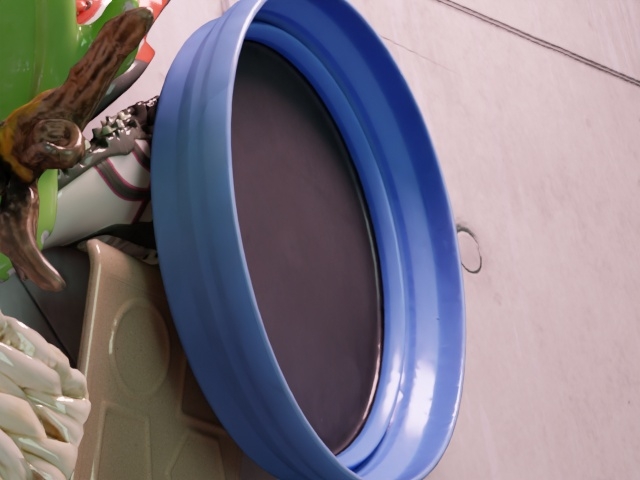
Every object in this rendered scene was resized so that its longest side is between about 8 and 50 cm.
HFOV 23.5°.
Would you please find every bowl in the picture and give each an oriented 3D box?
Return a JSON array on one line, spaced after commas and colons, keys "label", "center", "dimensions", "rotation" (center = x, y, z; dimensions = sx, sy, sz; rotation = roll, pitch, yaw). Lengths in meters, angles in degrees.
[{"label": "bowl", "center": [0.000, 0.000, 1.167], "dimensions": [0.391, 0.077, 0.391], "rotation": [36, 48, -54]}]

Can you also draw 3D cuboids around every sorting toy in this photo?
[{"label": "sorting toy", "center": [-0.112, 0.122, 1.052], "dimensions": [0.193, 0.038, 0.208], "rotation": [30, 56, -55]}]

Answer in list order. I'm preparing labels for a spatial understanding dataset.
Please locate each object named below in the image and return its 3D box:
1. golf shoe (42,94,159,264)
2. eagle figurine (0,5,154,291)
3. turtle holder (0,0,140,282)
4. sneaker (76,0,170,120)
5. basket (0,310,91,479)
[{"label": "golf shoe", "center": [-0.140, -0.027, 1.084], "dimensions": [0.273, 0.105, 0.120], "rotation": [-35, 106, -53]}, {"label": "eagle figurine", "center": [-0.263, -0.066, 0.709], "dimensions": [0.298, 0.226, 0.225], "rotation": [12, 21, -27]}, {"label": "turtle holder", "center": [-0.259, -0.126, 0.910], "dimensions": [0.227, 0.243, 0.320], "rotation": [-7, 111, -32]}, {"label": "sneaker", "center": [-0.186, -0.181, 1.090], "dimensions": [0.145, 0.090, 0.270], "rotation": [49, 22, -20]}, {"label": "basket", "center": [-0.319, 0.114, 0.583], "dimensions": [0.328, 0.331, 0.266], "rotation": [43, 40, -27]}]
